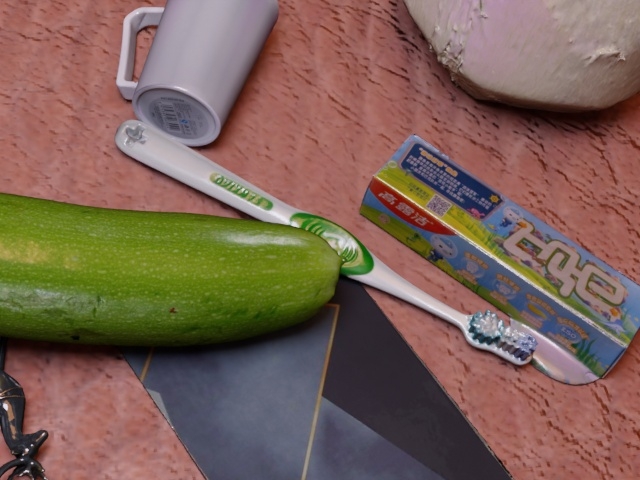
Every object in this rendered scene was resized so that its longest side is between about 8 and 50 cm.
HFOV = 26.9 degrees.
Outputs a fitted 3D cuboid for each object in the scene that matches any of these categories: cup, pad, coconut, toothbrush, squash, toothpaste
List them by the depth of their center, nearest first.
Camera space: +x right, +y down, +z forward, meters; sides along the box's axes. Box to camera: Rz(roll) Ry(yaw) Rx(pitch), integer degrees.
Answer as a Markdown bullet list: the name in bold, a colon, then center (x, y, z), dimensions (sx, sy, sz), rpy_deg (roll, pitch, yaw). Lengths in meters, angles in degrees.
- **squash**: center (-0.127, 0.019, 0.758), dimensions (0.292, 0.082, 0.082), rpy_deg (6, 55, -22)
- **pad**: center (-0.002, 0.104, 0.796), dimensions (0.163, 0.004, 0.243), rpy_deg (-27, 67, -28)
- **toothbrush**: center (0.000, 0.001, 0.851), dimensions (0.304, 0.030, 0.030), rpy_deg (28, 55, 8)
- **toothpaste**: center (0.114, 0.015, 0.860), dimensions (0.193, 0.044, 0.070), rpy_deg (35, 55, 10)
- **cup**: center (-0.092, -0.127, 0.896), dimensions (0.104, 0.074, 0.116), rpy_deg (7, 57, 19)
- **coconut**: center (0.168, -0.210, 0.912), dimensions (0.227, 0.230, 0.227), rpy_deg (7, 57, -10)

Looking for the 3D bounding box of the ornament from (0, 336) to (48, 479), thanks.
- **ornament**: center (-0.192, 0.098, 0.737), dimensions (0.073, 0.028, 0.125), rpy_deg (-10, 58, -21)
